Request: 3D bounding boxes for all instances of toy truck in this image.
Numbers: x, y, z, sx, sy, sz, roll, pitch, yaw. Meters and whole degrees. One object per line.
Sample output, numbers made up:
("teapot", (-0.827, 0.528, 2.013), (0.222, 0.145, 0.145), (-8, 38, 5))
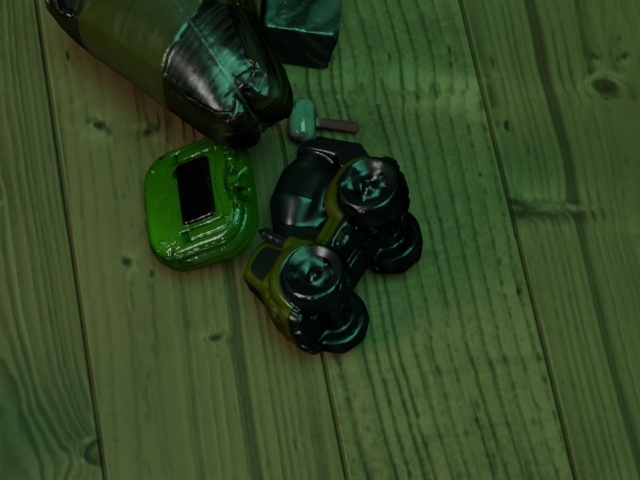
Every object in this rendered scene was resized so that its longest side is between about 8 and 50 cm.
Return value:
("toy truck", (0.000, 0.000, 1.456), (0.165, 0.147, 0.224), (25, 71, 25))

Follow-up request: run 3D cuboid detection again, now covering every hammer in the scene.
("hammer", (0.004, -0.134, 1.548), (0.083, 0.031, 0.052), (6, 75, -14))

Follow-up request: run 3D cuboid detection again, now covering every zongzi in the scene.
("zongzi", (-0.094, -0.282, 1.459), (0.289, 0.154, 0.317), (36, 82, 19))

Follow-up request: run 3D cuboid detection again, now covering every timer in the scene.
("timer", (-0.130, -0.042, 1.454), (0.128, 0.047, 0.140), (-18, 65, 22))

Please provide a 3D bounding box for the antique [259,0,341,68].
("antique", (-0.020, -0.303, 1.567), (0.088, 0.086, 0.183), (7, 71, -8))
